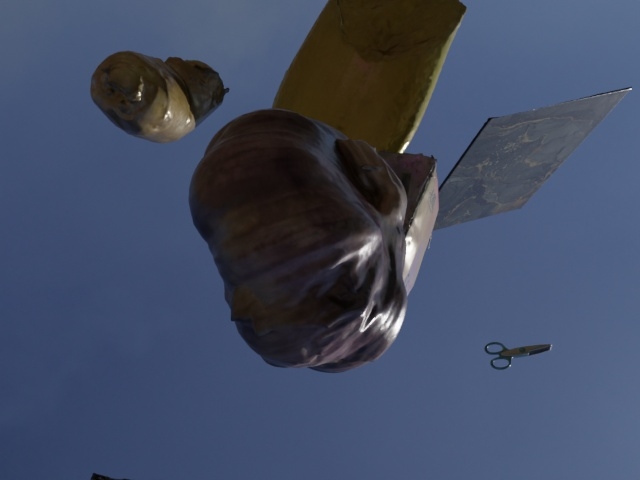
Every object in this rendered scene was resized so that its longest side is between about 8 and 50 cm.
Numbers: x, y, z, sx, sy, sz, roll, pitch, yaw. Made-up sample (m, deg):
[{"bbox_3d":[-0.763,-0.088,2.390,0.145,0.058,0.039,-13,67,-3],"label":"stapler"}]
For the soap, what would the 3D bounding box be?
[{"bbox_3d":[0.061,-0.280,1.461,0.306,0.115,0.427,22,-96,30],"label":"soap"}]

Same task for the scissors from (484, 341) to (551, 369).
[{"bbox_3d":[0.351,0.196,1.439,0.119,0.014,0.058,-9,-131,-10],"label":"scissors"}]

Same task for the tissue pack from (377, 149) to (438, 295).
[{"bbox_3d":[0.075,0.014,1.106,0.123,0.257,0.215,20,-107,13],"label":"tissue pack"}]

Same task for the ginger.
[{"bbox_3d":[-0.255,-0.220,1.249,0.138,0.152,0.267,43,-154,11],"label":"ginger"}]

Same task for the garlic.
[{"bbox_3d":[0.000,0.000,0.680,0.160,0.245,0.245,-20,-150,6],"label":"garlic"}]

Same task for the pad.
[{"bbox_3d":[0.294,-0.110,1.276,0.247,0.367,0.007,-14,-111,-20],"label":"pad"}]

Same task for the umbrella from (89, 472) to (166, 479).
[{"bbox_3d":[-0.265,0.394,1.266,0.188,0.046,0.050,11,177,-19],"label":"umbrella"}]
